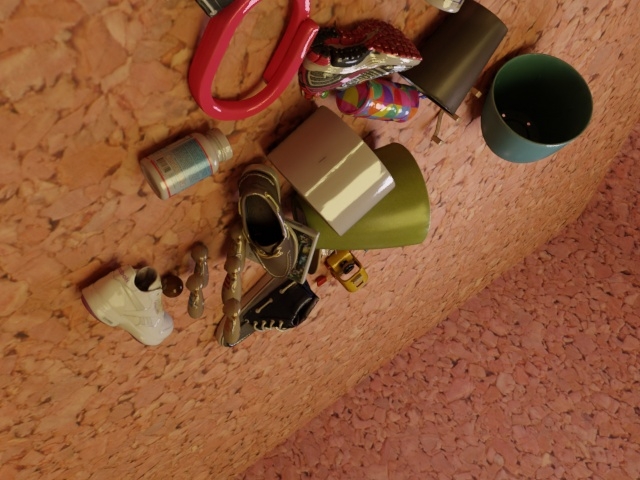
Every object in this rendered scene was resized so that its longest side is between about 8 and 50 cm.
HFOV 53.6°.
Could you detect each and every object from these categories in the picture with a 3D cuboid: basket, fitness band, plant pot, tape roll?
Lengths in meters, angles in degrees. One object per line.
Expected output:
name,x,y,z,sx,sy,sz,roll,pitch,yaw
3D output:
basket,0.318,-0.437,1.493,0.226,0.154,0.204,-54,146,14
fitness band,-0.119,-0.337,1.121,0.209,0.054,0.290,-11,145,-45
plant pot,0.612,-0.364,1.880,0.293,0.293,0.235,-36,169,-14
plant pot,0.085,-0.085,1.620,0.294,0.274,0.274,-15,147,-15
tape roll,0.022,-0.152,1.400,0.169,0.246,0.246,-43,155,2

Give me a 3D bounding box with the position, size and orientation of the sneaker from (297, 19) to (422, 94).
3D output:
sneaker,0.079,-0.372,1.296,0.299,0.120,0.112,-14,151,-33

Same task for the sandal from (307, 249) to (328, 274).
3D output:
sandal,0.004,0.004,1.799,0.079,0.088,0.240,-23,144,-24

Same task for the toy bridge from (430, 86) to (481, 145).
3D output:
toy bridge,0.368,-0.354,1.781,0.188,0.063,0.026,-53,152,19

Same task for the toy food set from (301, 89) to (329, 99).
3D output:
toy food set,-0.004,-0.332,1.340,0.083,0.020,0.083,-22,147,-37

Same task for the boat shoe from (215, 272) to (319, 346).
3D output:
boat shoe,-0.154,0.222,1.832,0.340,0.158,0.127,-49,154,14

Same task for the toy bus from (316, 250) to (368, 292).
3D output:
toy bus,0.090,0.094,2.041,0.202,0.104,0.190,-17,145,-42

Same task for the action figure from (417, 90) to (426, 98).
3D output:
action figure,0.237,-0.367,1.619,0.115,0.030,0.038,-27,146,-19

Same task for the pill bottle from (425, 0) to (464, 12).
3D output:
pill bottle,0.272,-0.565,1.262,0.112,0.112,0.186,-14,144,-45

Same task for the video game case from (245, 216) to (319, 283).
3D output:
video game case,-0.101,0.011,1.578,0.190,0.173,0.022,108,10,-46

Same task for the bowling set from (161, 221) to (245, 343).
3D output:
bowling set,-0.269,0.092,1.458,0.200,0.286,0.154,2,134,-9

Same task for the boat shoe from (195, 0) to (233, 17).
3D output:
boat shoe,-0.204,-0.394,0.862,0.105,0.113,0.306,-41,171,12

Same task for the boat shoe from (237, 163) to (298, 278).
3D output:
boat shoe,-0.123,-0.020,1.460,0.117,0.096,0.324,-1,132,8

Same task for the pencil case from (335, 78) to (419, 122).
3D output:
pencil case,0.133,-0.328,1.453,0.236,0.104,0.104,-4,135,-53

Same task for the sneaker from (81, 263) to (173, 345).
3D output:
sneaker,-0.392,0.144,1.423,0.152,0.114,0.305,-40,155,-2

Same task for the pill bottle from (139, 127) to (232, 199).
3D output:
pill bottle,-0.251,-0.149,1.199,0.160,0.087,0.087,-32,153,-20
